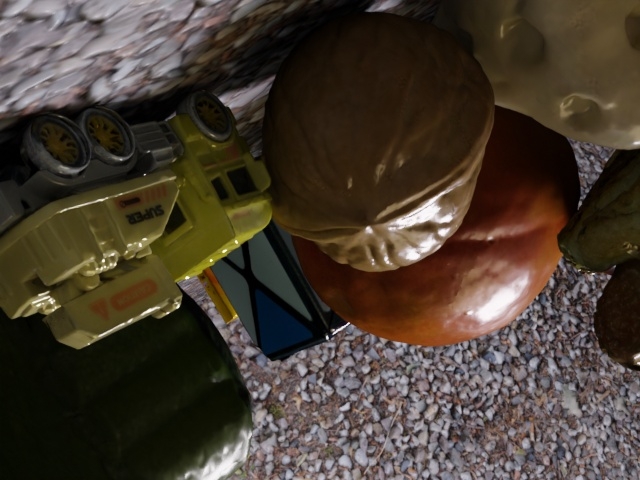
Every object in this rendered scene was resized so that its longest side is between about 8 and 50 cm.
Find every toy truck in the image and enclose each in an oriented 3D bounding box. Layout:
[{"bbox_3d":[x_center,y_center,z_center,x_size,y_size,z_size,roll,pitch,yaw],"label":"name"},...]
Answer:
[{"bbox_3d":[-0.147,-0.014,0.848,0.124,0.157,0.272,-33,176,31],"label":"toy truck"}]

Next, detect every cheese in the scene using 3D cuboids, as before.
[{"bbox_3d":[0.215,-0.190,1.016,0.173,0.251,0.248,-36,-169,-26],"label":"cheese"}]

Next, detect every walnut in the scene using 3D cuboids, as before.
[{"bbox_3d":[0.047,-0.085,0.962,0.228,0.228,0.228,-31,177,-2],"label":"walnut"}]

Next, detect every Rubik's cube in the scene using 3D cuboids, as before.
[{"bbox_3d":[0.000,0.000,1.535,0.248,0.246,0.250,-31,179,-27],"label":"Rubik's cube"}]

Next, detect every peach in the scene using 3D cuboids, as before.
[{"bbox_3d":[0.118,-0.041,1.268,0.301,0.343,0.342,-22,171,-47],"label":"peach"}]

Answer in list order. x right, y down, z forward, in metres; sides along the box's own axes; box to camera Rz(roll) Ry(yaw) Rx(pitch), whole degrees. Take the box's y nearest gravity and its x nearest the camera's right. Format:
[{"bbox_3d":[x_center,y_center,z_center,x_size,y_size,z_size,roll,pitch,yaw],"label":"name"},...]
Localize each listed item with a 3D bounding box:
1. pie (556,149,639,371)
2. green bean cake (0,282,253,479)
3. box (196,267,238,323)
[{"bbox_3d":[0.411,-0.093,1.136,0.395,0.180,0.418,-44,-173,29],"label":"pie"},{"bbox_3d":[-0.243,0.156,1.099,0.218,0.319,0.335,-29,177,-44],"label":"green bean cake"},{"bbox_3d":[-0.083,0.009,1.793,0.269,0.152,0.043,-30,174,-32],"label":"box"}]
